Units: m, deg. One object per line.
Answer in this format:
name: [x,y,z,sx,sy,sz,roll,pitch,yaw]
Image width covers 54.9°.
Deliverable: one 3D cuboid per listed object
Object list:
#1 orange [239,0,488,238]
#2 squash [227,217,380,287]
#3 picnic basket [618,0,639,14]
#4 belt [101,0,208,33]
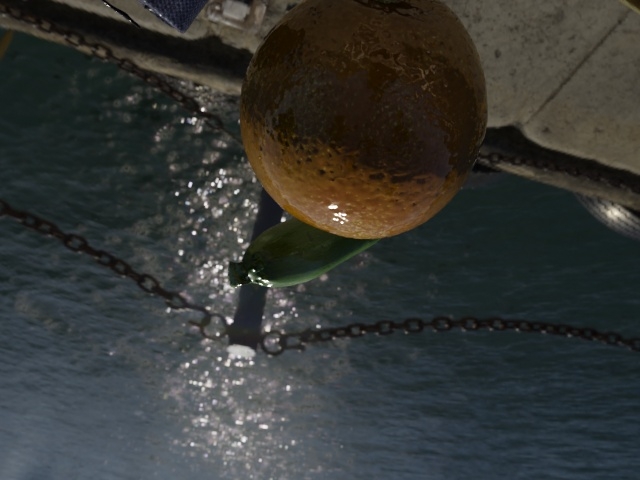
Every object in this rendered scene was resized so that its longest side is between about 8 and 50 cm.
orange: [0.045,-0.137,0.670,0.274,0.274,0.274,6,149,4]
squash: [0.000,0.000,0.968,0.101,0.101,0.379,-23,178,42]
picnic basket: [0.122,-0.170,0.184,0.165,0.266,0.139,44,118,-14]
belt: [-0.208,-0.312,0.650,0.140,0.126,0.230,42,-171,30]
